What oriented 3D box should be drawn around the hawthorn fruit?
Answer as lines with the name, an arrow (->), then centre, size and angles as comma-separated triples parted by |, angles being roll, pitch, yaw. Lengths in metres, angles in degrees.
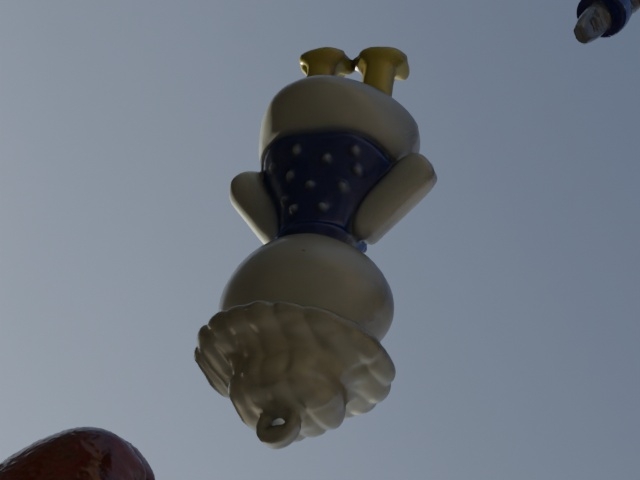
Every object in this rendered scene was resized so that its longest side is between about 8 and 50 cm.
hawthorn fruit -> -0.170, 0.194, 1.238 | 0.138, 0.133, 0.133 | -20, -96, 2

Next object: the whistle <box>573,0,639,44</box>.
whistle -> 0.158, -0.131, 1.027 | 0.029, 0.083, 0.033 | -13, -69, 37

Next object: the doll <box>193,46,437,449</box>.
doll -> 0.000, 0.000, 1.140 | 0.138, 0.119, 0.293 | -4, -128, 19
